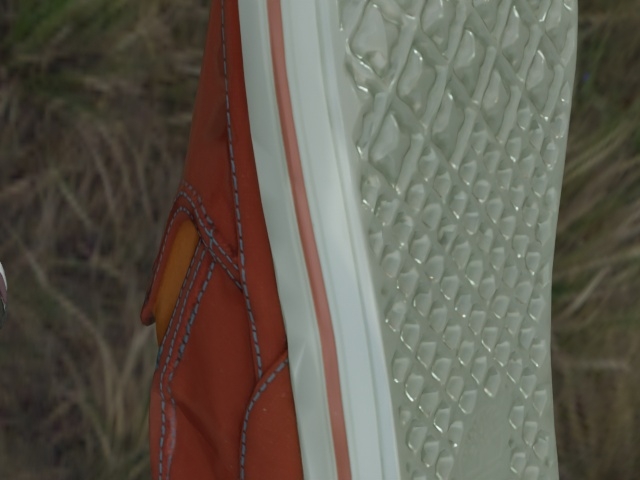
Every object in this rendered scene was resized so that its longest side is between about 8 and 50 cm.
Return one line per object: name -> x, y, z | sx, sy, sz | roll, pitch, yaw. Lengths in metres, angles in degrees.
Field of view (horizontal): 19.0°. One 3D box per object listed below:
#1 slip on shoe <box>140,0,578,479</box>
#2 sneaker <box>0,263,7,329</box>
slip on shoe -> 0.000, 0.000, 0.483 | 0.101, 0.331, 0.123 | 9, 18, 34
sneaker -> -0.238, 0.062, 0.952 | 0.106, 0.281, 0.162 | -15, 69, 14
